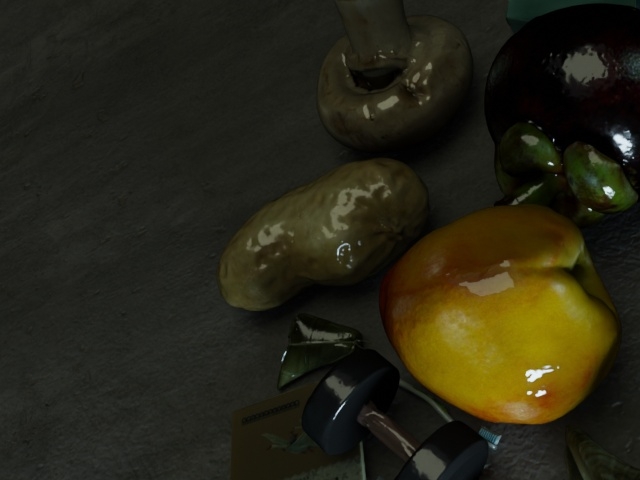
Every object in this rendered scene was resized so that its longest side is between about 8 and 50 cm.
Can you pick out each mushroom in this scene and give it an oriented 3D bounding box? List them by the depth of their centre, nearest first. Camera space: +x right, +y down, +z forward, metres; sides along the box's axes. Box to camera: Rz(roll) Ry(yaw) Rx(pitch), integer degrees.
[{"bbox_3d":[0.103,-0.307,1.527,0.292,0.290,0.292,-16,47,18],"label":"mushroom"}]

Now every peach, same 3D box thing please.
[{"bbox_3d":[0.227,0.104,1.177,0.308,0.289,0.289,-27,46,31],"label":"peach"}]

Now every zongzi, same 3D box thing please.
[{"bbox_3d":[0.014,0.193,1.397,0.154,0.062,0.130,15,87,20],"label":"zongzi"}]

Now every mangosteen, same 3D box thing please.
[{"bbox_3d":[0.380,-0.179,1.261,0.330,0.330,0.330,-15,52,20],"label":"mangosteen"}]

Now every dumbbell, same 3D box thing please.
[{"bbox_3d":[0.097,0.263,1.189,0.218,0.152,0.152,37,80,30],"label":"dumbbell"}]

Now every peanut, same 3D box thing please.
[{"bbox_3d":[0.000,0.000,1.454,0.387,0.169,0.192,-25,53,17],"label":"peanut"}]

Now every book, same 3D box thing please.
[{"bbox_3d":[-0.036,0.345,1.289,0.217,0.021,0.310,-22,40,16],"label":"book"}]

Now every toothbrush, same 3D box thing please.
[{"bbox_3d":[0.150,0.233,1.295,0.263,0.022,0.026,25,87,39],"label":"toothbrush"}]

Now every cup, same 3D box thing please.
[{"bbox_3d":[0.445,-0.396,1.509,0.235,0.148,0.134,13,92,40],"label":"cup"}]

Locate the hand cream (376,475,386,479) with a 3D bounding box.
[{"bbox_3d":[0.051,0.404,1.215,0.065,0.043,0.171,24,68,44],"label":"hand cream"}]

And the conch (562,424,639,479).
[{"bbox_3d":[0.390,0.335,1.003,0.386,0.169,0.203,-107,41,-80],"label":"conch"}]
